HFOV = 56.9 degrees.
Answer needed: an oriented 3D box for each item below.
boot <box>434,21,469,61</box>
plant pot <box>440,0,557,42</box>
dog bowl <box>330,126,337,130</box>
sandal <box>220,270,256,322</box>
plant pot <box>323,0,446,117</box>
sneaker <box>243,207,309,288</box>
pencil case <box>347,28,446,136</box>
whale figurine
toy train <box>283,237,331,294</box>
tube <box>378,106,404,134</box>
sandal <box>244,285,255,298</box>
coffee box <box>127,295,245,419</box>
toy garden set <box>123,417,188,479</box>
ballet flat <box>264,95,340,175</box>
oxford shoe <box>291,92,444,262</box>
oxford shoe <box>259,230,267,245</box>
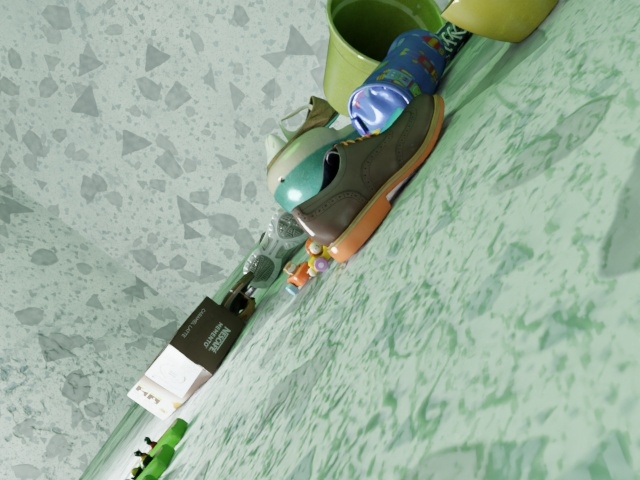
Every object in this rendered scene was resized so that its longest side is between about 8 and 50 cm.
[{"bbox_3d":[0.260,-0.416,1.216,0.190,0.069,0.086,-53,4,-28],"label":"boot"},{"bbox_3d":[0.224,-0.293,0.702,0.134,0.095,0.134,-51,7,9],"label":"plant pot"},{"bbox_3d":[-0.010,-0.191,1.694,0.265,0.104,0.265,-51,6,8],"label":"dog bowl"},{"bbox_3d":[-0.167,0.146,1.194,0.090,0.060,0.219,-51,-11,-54],"label":"sandal"},{"bbox_3d":[0.120,-0.426,1.382,0.276,0.276,0.254,-55,-4,-28],"label":"plant pot"},{"bbox_3d":[-0.083,-0.007,1.285,0.232,0.090,0.115,-50,3,8],"label":"sneaker"},{"bbox_3d":[0.142,-0.279,1.065,0.133,0.119,0.306,-25,21,35],"label":"pencil case"},{"bbox_3d":[0.030,-0.127,1.121,0.272,0.141,0.216,-23,-17,-47],"label":"whale figurine"},{"bbox_3d":[0.000,0.000,0.856,0.166,0.046,0.125,-54,7,-13],"label":"toy train"},{"bbox_3d":[0.078,-0.107,0.914,0.207,0.052,0.080,-53,-22,8],"label":"tube"},{"bbox_3d":[-0.215,0.148,1.533,0.179,0.040,0.067,-48,8,27],"label":"sandal"},{"bbox_3d":[-0.268,0.237,1.167,0.246,0.098,0.141,-46,9,43],"label":"coffee box"},{"bbox_3d":[-0.293,0.375,0.817,0.204,0.049,0.244,-50,7,14],"label":"toy garden set"},{"bbox_3d":[-0.079,-0.287,1.679,0.342,0.124,0.116,-54,7,-19],"label":"ballet flat"},{"bbox_3d":[0.067,-0.105,0.737,0.271,0.098,0.097,-55,7,-26],"label":"oxford shoe"},{"bbox_3d":[-0.109,-0.012,1.650,0.076,0.076,0.212,-18,-19,-38],"label":"oxford shoe"}]
